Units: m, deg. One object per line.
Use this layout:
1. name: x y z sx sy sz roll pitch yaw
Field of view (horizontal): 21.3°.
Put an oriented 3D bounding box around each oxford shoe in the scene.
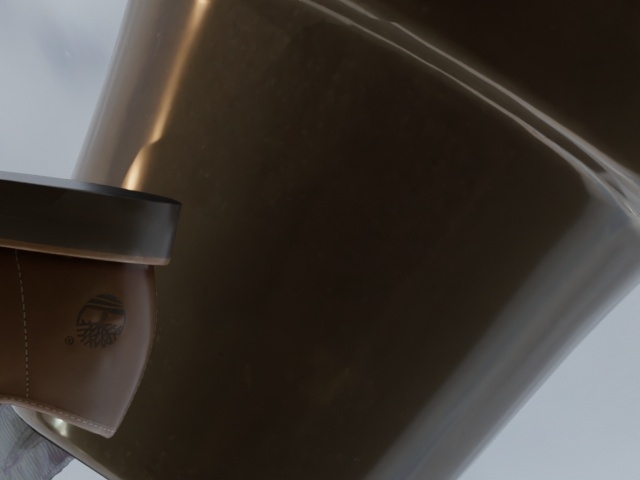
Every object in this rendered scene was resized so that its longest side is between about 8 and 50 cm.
1. oxford shoe: -0.142 0.013 0.406 0.212 0.076 0.076 8 -85 -11

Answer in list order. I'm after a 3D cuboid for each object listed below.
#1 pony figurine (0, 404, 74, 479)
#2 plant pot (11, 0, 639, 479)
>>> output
1. pony figurine: -0.138 0.291 0.799 0.303 0.351 0.363 41 -67 -12
2. plant pot: 0.000 0.000 0.646 0.263 0.263 0.229 30 -97 5
